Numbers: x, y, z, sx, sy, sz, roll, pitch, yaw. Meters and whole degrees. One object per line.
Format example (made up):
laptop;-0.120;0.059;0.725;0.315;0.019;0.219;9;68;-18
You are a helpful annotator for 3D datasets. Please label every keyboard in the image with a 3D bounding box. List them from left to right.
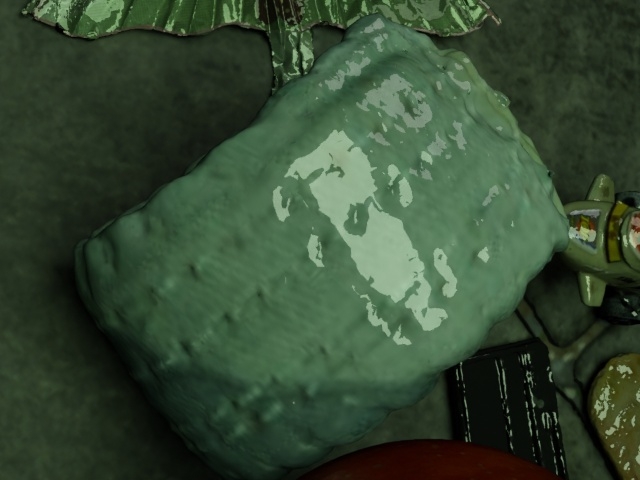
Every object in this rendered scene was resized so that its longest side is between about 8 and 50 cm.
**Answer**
keyboard;0.133;0.193;0.898;0.087;0.017;0.251;-10;92;-30

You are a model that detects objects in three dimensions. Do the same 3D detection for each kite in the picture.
kite;-0.030;-0.174;0.846;0.323;0.013;0.268;-6;87;-26

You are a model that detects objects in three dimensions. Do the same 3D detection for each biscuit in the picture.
biscuit;0.232;0.145;0.953;0.071;0.018;0.147;-35;101;-24

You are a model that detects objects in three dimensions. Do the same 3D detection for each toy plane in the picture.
toy plane;0.262;0.019;0.940;0.286;0.108;0.092;17;76;-38

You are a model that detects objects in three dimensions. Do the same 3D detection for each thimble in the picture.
thimble;0.000;0.000;0.737;0.250;0.205;0.172;-34;97;4

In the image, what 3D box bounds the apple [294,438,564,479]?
apple;0.065;0.230;0.668;0.216;0.260;0.260;-19;95;-31
